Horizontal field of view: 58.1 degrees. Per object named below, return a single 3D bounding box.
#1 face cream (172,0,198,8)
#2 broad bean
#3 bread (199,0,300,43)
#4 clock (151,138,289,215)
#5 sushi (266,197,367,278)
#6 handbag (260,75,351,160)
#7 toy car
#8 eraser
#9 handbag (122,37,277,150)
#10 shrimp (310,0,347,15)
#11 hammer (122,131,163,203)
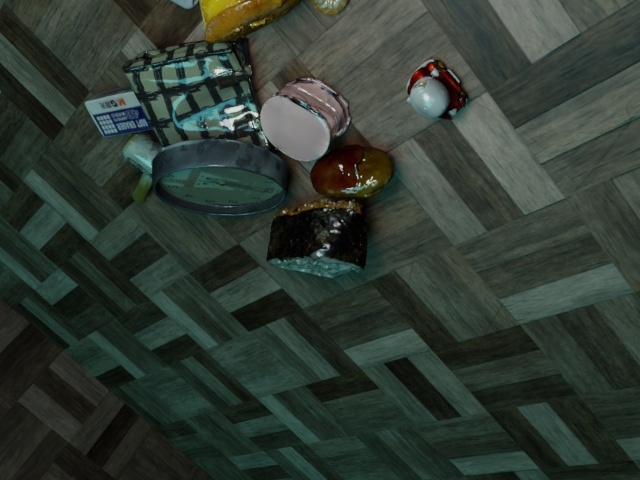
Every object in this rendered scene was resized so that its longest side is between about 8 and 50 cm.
[{"bbox_3d":[-0.415,-0.678,1.379,0.291,0.071,0.144,28,136,2],"label":"face cream"},{"bbox_3d":[0.080,-0.176,1.497,0.228,0.156,0.122,-1,131,37],"label":"broad bean"},{"bbox_3d":[-0.153,-0.532,1.250,0.268,0.268,0.146,-12,109,36],"label":"bread"},{"bbox_3d":[-0.277,-0.162,1.611,0.385,0.077,0.386,0,162,0],"label":"clock"},{"bbox_3d":[0.000,0.000,1.673,0.348,0.208,0.234,-5,162,45],"label":"sushi"},{"bbox_3d":[-0.039,-0.310,1.470,0.205,0.116,0.179,31,136,2],"label":"handbag"},{"bbox_3d":[0.256,-0.322,1.301,0.139,0.112,0.112,38,135,-6],"label":"toy car"},{"bbox_3d":[-0.558,-0.389,1.707,0.278,0.081,0.124,-2,126,30],"label":"eraser"},{"bbox_3d":[-0.307,-0.366,1.539,0.326,0.163,0.325,-3,129,24],"label":"handbag"},{"bbox_3d":[0.006,-0.575,1.261,0.095,0.045,0.163,-9,122,34],"label":"shrimp"},{"bbox_3d":[-0.553,-0.205,1.860,0.201,0.113,0.305,39,141,-4],"label":"hammer"}]
